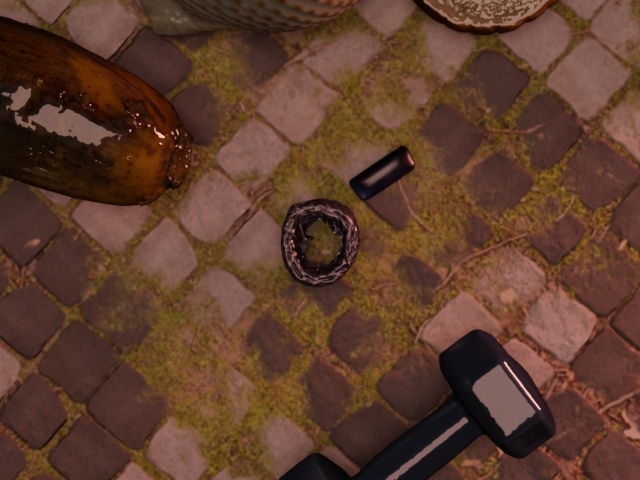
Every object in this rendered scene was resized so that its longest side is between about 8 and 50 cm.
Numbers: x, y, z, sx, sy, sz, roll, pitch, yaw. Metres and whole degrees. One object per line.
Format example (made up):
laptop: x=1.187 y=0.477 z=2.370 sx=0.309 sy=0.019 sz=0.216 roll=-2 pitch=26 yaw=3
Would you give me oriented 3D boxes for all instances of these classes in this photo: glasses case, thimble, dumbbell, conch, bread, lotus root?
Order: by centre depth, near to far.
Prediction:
conch: x=-0.088 y=-0.373 z=1.627 sx=0.319 sy=0.215 sz=0.303 roll=-28 pitch=79 yaw=2
lotus root: x=-0.337 y=-0.159 z=1.645 sx=0.397 sy=0.196 sz=0.179 roll=21 pitch=86 yaw=4
dumbbell: x=0.113 y=0.252 z=1.656 sx=0.325 sy=0.144 sz=0.160 roll=-38 pitch=91 yaw=3
bread: x=0.200 y=-0.356 z=1.680 sx=0.236 sy=0.070 sz=0.236 roll=0 pitch=92 yaw=3
thimble: x=0.001 y=0.002 z=1.696 sx=0.095 sy=0.066 sz=0.104 roll=-9 pitch=93 yaw=4
glasses case: x=0.076 y=-0.081 z=1.712 sx=0.083 sy=0.023 sz=0.033 roll=-34 pitch=88 yaw=3
